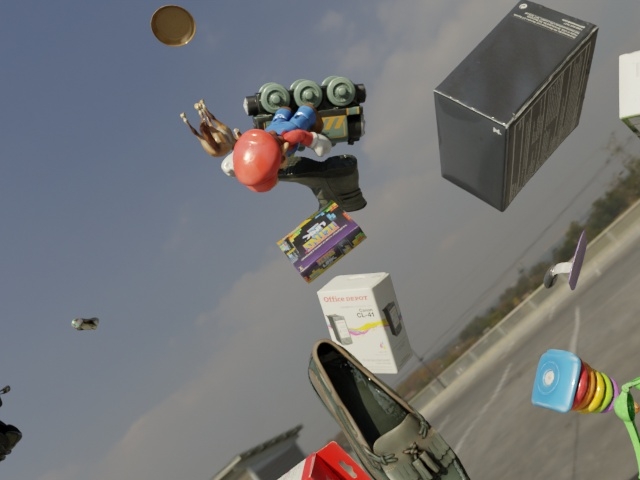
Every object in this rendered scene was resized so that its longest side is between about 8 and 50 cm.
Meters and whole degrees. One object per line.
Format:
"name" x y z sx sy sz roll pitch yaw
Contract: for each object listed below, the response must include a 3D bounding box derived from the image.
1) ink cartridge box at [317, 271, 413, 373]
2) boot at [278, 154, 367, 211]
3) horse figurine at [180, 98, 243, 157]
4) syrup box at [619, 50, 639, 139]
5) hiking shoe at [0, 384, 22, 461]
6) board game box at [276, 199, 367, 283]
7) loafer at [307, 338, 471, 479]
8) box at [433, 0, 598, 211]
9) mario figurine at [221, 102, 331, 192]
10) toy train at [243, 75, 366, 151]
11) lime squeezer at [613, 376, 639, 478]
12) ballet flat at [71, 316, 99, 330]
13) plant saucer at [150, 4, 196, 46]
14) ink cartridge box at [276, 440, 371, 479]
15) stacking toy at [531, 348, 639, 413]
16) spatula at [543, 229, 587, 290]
"ink cartridge box" 0.146 0.273 2.034 0.226 0.306 0.131 -8 17 38
"boot" -0.009 -0.131 1.605 0.083 0.247 0.161 -76 -20 -48
"horse figurine" -0.271 -0.278 1.600 0.066 0.174 0.263 -33 15 12
"syrup box" 0.508 -0.184 0.875 0.093 0.096 0.237 -5 -15 43
"hiking shoe" -0.555 0.356 1.026 0.114 0.226 0.086 -4 10 -20
"board game box" 0.000 0.000 1.427 0.170 0.141 0.048 -39 -52 -3
"loafer" 0.074 0.225 0.751 0.096 0.267 0.084 -39 -30 -16
"box" 0.396 -0.274 1.290 0.294 0.183 0.296 -47 -30 -15
"mario figurine" -0.103 -0.203 1.475 0.198 0.170 0.320 -39 10 38
"toy train" -0.035 -0.337 1.676 0.334 0.190 0.142 -8 18 -9
"lime squeezer" 0.633 0.303 1.193 0.059 0.110 0.310 9 -74 -36
"ballet flat" -0.671 0.246 1.800 0.041 0.041 0.114 -44 -16 8
"plant saucer" -0.278 -0.409 1.175 0.084 0.015 0.083 -6 -43 -6
"ink cartridge box" -0.019 0.501 1.171 0.231 0.134 0.078 -42 7 17
"stacking toy" 0.760 0.423 1.722 0.175 0.302 0.165 155 134 -75
"spatula" 0.390 0.047 0.999 0.296 0.030 0.084 48 -120 -76
